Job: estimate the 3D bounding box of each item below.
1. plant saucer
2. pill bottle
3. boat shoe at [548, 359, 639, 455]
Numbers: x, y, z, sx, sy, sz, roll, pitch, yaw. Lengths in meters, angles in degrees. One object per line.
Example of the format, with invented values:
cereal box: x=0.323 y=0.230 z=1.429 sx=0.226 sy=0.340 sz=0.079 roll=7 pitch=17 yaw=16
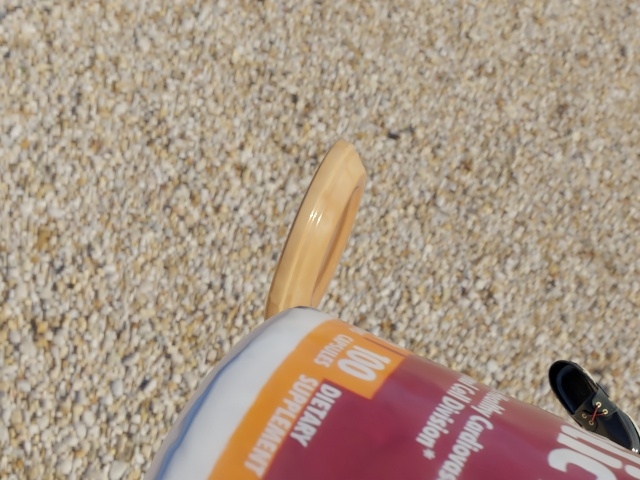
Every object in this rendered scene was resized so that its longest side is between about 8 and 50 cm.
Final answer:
plant saucer: x=0.000 y=0.000 z=1.046 sx=0.037 sy=0.200 sz=0.200 roll=22 pitch=49 yaw=7
pill bottle: x=0.113 y=0.204 z=0.499 sx=0.392 sy=0.224 sz=0.224 roll=23 pitch=48 yaw=16
boat shoe: x=0.280 y=0.176 z=1.102 sx=0.042 sy=0.049 sz=0.133 roll=26 pitch=23 yaw=-44
